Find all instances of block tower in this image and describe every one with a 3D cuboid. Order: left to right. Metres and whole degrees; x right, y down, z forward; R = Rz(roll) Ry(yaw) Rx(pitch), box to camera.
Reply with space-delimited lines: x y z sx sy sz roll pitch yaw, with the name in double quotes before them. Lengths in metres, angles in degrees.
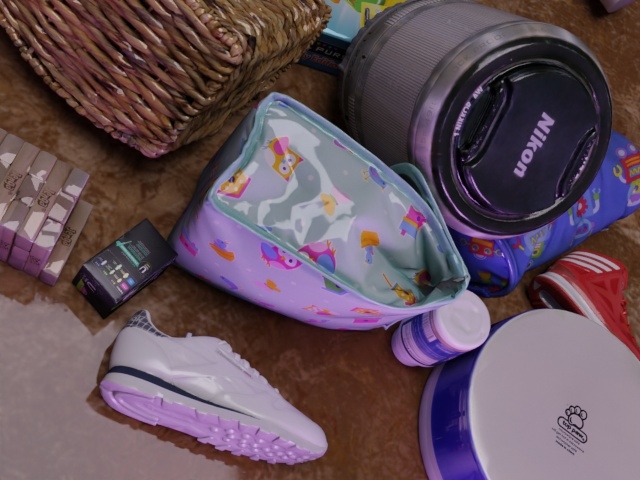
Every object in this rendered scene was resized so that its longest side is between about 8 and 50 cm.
"block tower" -0.379 -0.080 0.843 0.335 0.097 0.091 28 62 -13

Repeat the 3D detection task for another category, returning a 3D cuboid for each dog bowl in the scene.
"dog bowl" 0.249 0.213 1.003 0.265 0.104 0.265 9 66 -21

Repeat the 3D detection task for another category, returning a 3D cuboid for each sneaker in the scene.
"sneaker" -0.093 0.148 0.889 0.235 0.090 0.095 27 52 -14
"sneaker" 0.371 0.101 1.116 0.128 0.087 0.221 -37 89 -30

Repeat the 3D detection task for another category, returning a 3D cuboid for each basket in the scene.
"basket" -0.177 -0.256 0.954 0.299 0.213 0.223 46 36 -1

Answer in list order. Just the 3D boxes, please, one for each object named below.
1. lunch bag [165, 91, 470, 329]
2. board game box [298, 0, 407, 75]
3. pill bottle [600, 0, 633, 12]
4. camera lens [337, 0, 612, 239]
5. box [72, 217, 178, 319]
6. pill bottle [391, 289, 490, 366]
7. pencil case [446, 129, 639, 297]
"lunch bag" 0.000 0.000 0.906 0.262 0.223 0.160 30 68 -11
"board game box" 0.004 -0.342 1.132 0.336 0.079 0.253 14 64 -19
"pill bottle" 0.412 -0.442 1.342 0.108 0.108 0.193 -25 81 -30
"camera lens" 0.157 -0.140 0.971 0.219 0.274 0.219 -8 114 -18
"box" -0.195 0.028 0.900 0.052 0.062 0.083 49 59 -1
"pill bottle" 0.126 0.100 0.983 0.067 0.120 0.067 9 66 -21
"pencil case" 0.277 -0.034 1.110 0.306 0.119 0.133 -28 114 -31
